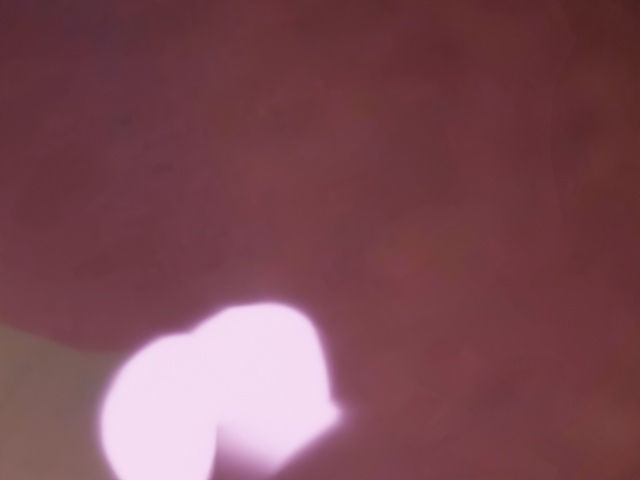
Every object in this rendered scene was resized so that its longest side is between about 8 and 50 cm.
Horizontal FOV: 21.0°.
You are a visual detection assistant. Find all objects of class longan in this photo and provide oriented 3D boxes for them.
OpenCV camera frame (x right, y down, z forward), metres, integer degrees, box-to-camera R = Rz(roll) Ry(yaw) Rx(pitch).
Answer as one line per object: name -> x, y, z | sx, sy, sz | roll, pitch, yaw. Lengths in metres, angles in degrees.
longan -> 0.000, 0.000, 0.544 | 0.361, 0.361, 0.361 | 32, 143, 29
